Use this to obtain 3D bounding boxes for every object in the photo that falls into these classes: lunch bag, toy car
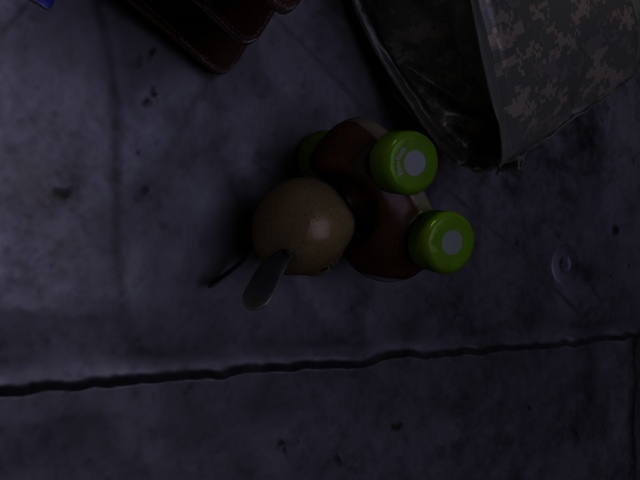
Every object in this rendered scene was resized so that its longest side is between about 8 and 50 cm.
[{"bbox_3d":[0.168,-0.227,0.871,0.235,0.169,0.287,-33,104,-32],"label":"lunch bag"},{"bbox_3d":[0.000,0.000,0.769,0.188,0.155,0.149,-35,111,-20],"label":"toy car"}]

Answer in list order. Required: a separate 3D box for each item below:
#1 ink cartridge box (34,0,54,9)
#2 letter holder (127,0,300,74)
[{"bbox_3d":[-0.232,-0.309,0.652,0.206,0.045,0.208,29,75,-34],"label":"ink cartridge box"},{"bbox_3d":[-0.032,-0.300,0.709,0.214,0.152,0.302,37,68,-48],"label":"letter holder"}]
